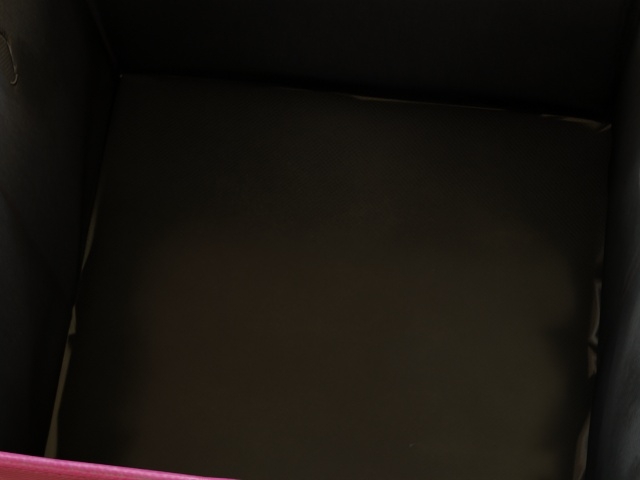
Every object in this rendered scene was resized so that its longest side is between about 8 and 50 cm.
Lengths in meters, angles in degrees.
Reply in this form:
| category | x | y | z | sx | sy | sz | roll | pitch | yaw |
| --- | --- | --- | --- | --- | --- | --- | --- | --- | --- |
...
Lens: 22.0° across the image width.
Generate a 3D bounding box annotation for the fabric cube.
| category | x | y | z | sx | sy | sz | roll | pitch | yaw |
| --- | --- | --- | --- | --- | --- | --- | --- | --- | --- |
| fabric cube | 0.000 | 0.000 | 0.625 | 0.254 | 0.258 | 0.259 | 6 | 70 | 6 |
